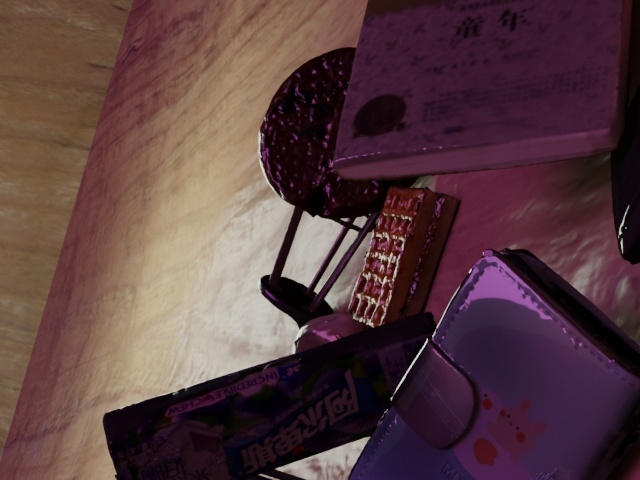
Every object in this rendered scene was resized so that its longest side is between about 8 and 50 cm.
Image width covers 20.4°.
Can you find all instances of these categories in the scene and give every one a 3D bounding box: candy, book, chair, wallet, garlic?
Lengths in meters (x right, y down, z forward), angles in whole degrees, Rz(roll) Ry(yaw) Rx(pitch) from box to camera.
[{"bbox_3d":[-0.035,0.150,1.555,0.061,0.312,0.088,-116,8,-67],"label":"candy"},{"bbox_3d":[0.146,-0.197,1.498,0.239,0.035,0.352,-7,49,22],"label":"book"},{"bbox_3d":[0.001,0.001,1.917,0.104,0.095,0.222,-88,21,-71],"label":"chair"},{"bbox_3d":[0.275,-0.113,1.310,0.169,0.052,0.245,-89,22,-51],"label":"wallet"},{"bbox_3d":[0.134,0.146,1.321,0.176,0.075,0.250,44,121,28],"label":"wallet"},{"bbox_3d":[0.004,0.119,1.836,0.152,0.066,0.084,-34,43,59],"label":"garlic"}]

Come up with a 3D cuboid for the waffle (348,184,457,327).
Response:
[{"bbox_3d":[0.080,0.019,1.752,0.102,0.042,0.148,14,86,71],"label":"waffle"}]

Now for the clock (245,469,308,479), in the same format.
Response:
[{"bbox_3d":[-0.051,0.269,1.642,0.073,0.193,0.144,-65,19,12],"label":"clock"}]

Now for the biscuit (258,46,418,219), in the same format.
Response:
[{"bbox_3d":[0.026,-0.111,1.844,0.049,0.192,0.192,59,-137,-69],"label":"biscuit"}]
